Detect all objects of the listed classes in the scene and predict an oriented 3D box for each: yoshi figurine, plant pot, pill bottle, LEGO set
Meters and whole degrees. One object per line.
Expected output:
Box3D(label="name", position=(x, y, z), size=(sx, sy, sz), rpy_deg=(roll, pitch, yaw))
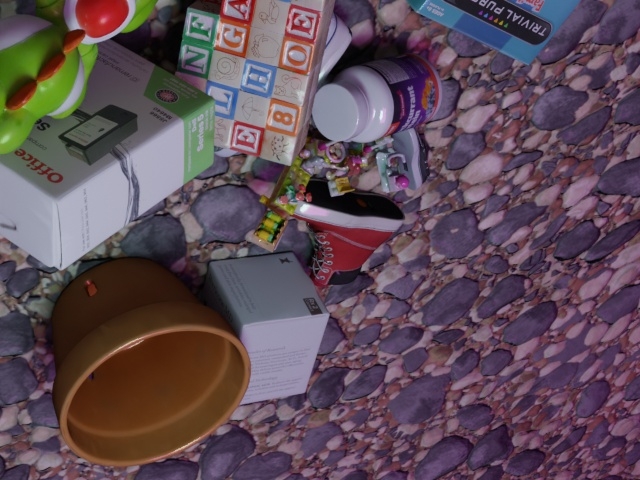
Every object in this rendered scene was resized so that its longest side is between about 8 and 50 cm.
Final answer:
Box3D(label="yoshi figurine", position=(-0.311, -0.242, 1.581), size=(0.362, 0.203, 0.203), rpy_deg=(-57, 174, -30))
Box3D(label="plant pot", position=(-0.272, 0.164, 2.065), size=(0.290, 0.203, 0.291), rpy_deg=(-17, 138, -17))
Box3D(label="pill bottle", position=(0.077, -0.196, 1.950), size=(0.193, 0.108, 0.108), rpy_deg=(-22, 146, -49))
Box3D(label="LEGO set", position=(0.015, -0.094, 2.009), size=(0.287, 0.132, 0.107), rpy_deg=(-26, -175, -35))

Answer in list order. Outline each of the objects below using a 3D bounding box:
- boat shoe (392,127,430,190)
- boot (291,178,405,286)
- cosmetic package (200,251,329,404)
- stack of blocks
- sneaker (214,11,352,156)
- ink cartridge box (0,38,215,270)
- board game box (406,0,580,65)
Box3D(label="boat shoe", position=(0.143, -0.137, 2.156), size=(0.040, 0.049, 0.142), rpy_deg=(-40, 146, -22))
Box3D(label="boot", position=(0.000, 0.000, 2.170), size=(0.244, 0.088, 0.176), rpy_deg=(12, 125, -45))
Box3D(label="cosmetic package", position=(-0.098, 0.138, 2.193), size=(0.151, 0.151, 0.184), rpy_deg=(-7, 133, -27))
Box3D(label="stack of blocks", position=(-0.081, -0.263, 1.771), size=(0.171, 0.087, 0.297), rpy_deg=(16, 116, 6))
Box3D(label="sneaker", position=(-0.051, -0.206, 1.916), size=(0.258, 0.094, 0.091), rpy_deg=(-46, 137, 17))
Box3D(label="ink cartridge box", position=(-0.290, -0.113, 1.695), size=(0.273, 0.198, 0.115), rpy_deg=(-39, 149, -38))
Box3D(label="board game box", position=(0.299, -0.427, 1.930), size=(0.253, 0.079, 0.336), rpy_deg=(16, 121, -42))
